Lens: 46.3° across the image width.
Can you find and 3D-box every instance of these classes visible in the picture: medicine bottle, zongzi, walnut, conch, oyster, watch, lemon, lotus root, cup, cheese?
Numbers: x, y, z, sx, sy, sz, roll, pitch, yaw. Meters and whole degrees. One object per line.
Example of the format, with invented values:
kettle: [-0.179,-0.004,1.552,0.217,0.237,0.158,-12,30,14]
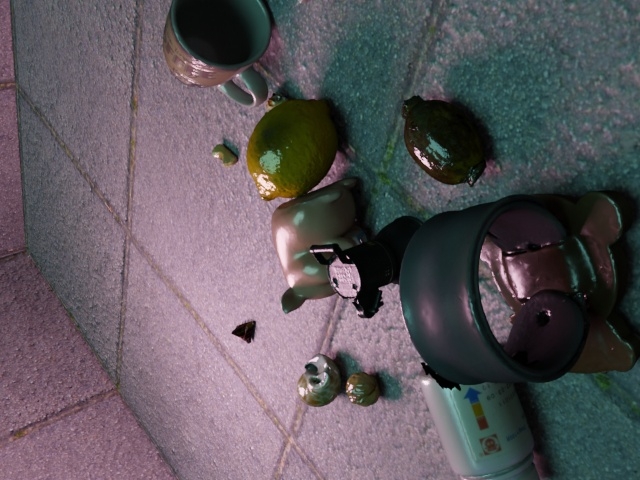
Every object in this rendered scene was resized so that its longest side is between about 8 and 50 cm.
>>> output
medicine bottle: [0.311,0.361,1.430,0.170,0.170,0.292,-21,89,55]
zongzi: [-0.218,0.260,2.201,0.067,0.073,0.083,57,-177,16]
walnut: [0.101,0.356,1.790,0.092,0.092,0.092,29,129,43]
conch: [0.000,0.366,1.916,0.116,0.106,0.173,52,127,42]
oyster: [-0.092,-0.245,1.739,0.191,0.081,0.163,51,137,19]
watch: [0.303,0.098,1.166,0.314,0.327,0.335,-14,96,55]
lemon: [-0.061,-0.198,1.613,0.188,0.188,0.256,33,94,40]
lotus root: [0.213,-0.181,1.332,0.209,0.120,0.120,52,142,22]
cup: [-0.236,-0.433,1.749,0.301,0.227,0.257,54,158,-7]
cheese: [-0.259,-0.225,2.001,0.083,0.044,0.030,41,153,31]

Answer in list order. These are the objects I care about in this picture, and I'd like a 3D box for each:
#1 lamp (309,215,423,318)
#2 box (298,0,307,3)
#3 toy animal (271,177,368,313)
lamp: [0.107,0.057,1.494,0.147,0.227,0.172,-2,106,53]
box: [-0.016,-0.594,1.493,0.122,0.032,0.220,62,145,11]
toy animal: [0.002,0.004,1.664,0.213,0.195,0.256,-7,105,25]
